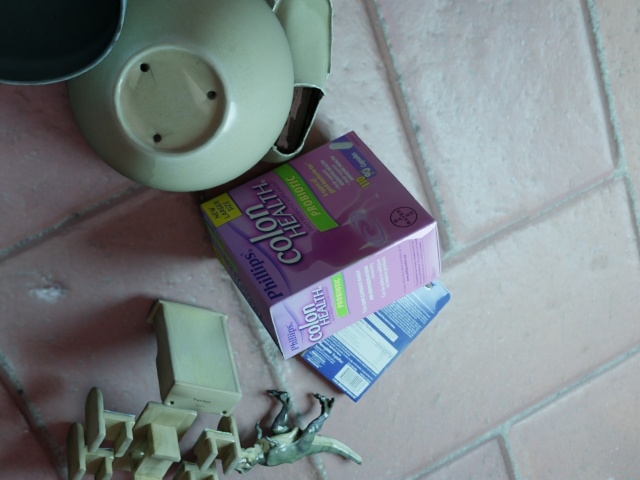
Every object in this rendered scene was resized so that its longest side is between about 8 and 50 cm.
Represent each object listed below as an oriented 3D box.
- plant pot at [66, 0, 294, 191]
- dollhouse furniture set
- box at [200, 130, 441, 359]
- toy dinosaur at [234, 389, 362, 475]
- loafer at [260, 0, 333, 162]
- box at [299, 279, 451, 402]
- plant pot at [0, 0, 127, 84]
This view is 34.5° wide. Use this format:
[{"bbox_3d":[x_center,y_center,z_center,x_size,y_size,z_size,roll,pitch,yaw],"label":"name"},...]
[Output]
[{"bbox_3d":[-0.168,-0.180,1.209,0.284,0.191,0.284,-1,106,-4],"label":"plant pot"},{"bbox_3d":[-0.217,0.229,1.442,0.212,0.161,0.242,16,124,-28],"label":"dollhouse furniture set"},{"bbox_3d":[0.000,0.000,1.369,0.243,0.213,0.117,-27,140,-12],"label":"box"},{"bbox_3d":[-0.034,0.290,1.561,0.268,0.064,0.118,6,94,-41],"label":"toy dinosaur"},{"bbox_3d":[-0.031,-0.225,1.356,0.102,0.092,0.268,1,108,-24],"label":"loafer"},{"bbox_3d":[0.083,0.124,1.567,0.225,0.036,0.136,-46,120,-1],"label":"box"},{"bbox_3d":[-0.318,-0.330,1.039,0.293,0.196,0.293,6,143,5],"label":"plant pot"}]
